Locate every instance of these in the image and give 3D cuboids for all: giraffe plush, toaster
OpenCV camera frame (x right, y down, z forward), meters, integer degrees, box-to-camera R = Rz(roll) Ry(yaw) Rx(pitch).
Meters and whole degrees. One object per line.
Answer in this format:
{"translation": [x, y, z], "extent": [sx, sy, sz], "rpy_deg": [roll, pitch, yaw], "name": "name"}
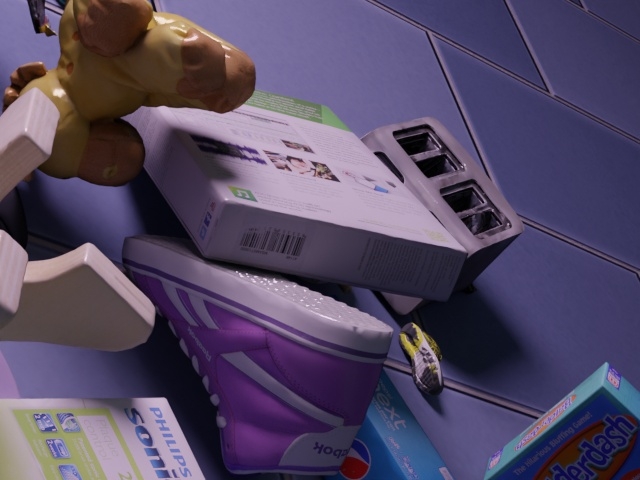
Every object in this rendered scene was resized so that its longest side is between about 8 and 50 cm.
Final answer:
{"translation": [-0.176, -0.117, 1.329], "extent": [0.210, 0.170, 0.181], "rpy_deg": [32, 7, 18], "name": "giraffe plush"}
{"translation": [0.102, -0.026, 1.704], "extent": [0.168, 0.110, 0.185], "rpy_deg": [53, 29, 12], "name": "toaster"}

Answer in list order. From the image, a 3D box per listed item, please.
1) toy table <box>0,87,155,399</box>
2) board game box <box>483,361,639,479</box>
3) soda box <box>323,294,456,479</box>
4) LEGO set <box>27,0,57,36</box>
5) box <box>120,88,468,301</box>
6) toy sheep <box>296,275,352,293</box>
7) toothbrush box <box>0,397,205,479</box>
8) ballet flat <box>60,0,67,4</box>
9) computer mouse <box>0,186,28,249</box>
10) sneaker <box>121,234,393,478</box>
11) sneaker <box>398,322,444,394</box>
{"translation": [-0.242, 0.012, 1.071], "extent": [0.274, 0.161, 0.252], "rpy_deg": [43, 23, -37], "name": "toy table"}
{"translation": [0.281, 0.236, 1.546], "extent": [0.210, 0.160, 0.047], "rpy_deg": [42, 29, -6], "name": "board game box"}
{"translation": [0.026, 0.149, 1.411], "extent": [0.067, 0.071, 0.210], "rpy_deg": [0, 51, -54], "name": "soda box"}
{"translation": [-0.322, -0.292, 1.321], "extent": [0.331, 0.192, 0.255], "rpy_deg": [-6, 90, -64], "name": "LEGO set"}
{"translation": [-0.041, -0.059, 1.463], "extent": [0.232, 0.058, 0.322], "rpy_deg": [12, 22, -28], "name": "box"}
{"translation": [0.000, 0.000, 1.560], "extent": [0.091, 0.091, 0.132], "rpy_deg": [61, 15, 26], "name": "toy sheep"}
{"translation": [-0.183, 0.209, 1.000], "extent": [0.283, 0.122, 0.206], "rpy_deg": [8, 45, -51], "name": "toothbrush box"}
{"translation": [-0.207, -0.294, 1.688], "extent": [0.072, 0.068, 0.213], "rpy_deg": [43, 28, -5], "name": "ballet flat"}
{"translation": [-0.317, -0.042, 1.217], "extent": [0.262, 0.060, 0.184], "rpy_deg": [30, 31, -26], "name": "computer mouse"}
{"translation": [-0.077, 0.096, 1.320], "extent": [0.102, 0.161, 0.282], "rpy_deg": [6, 14, -44], "name": "sneaker"}
{"translation": [0.105, 0.114, 1.606], "extent": [0.035, 0.031, 0.083], "rpy_deg": [20, 37, -40], "name": "sneaker"}
